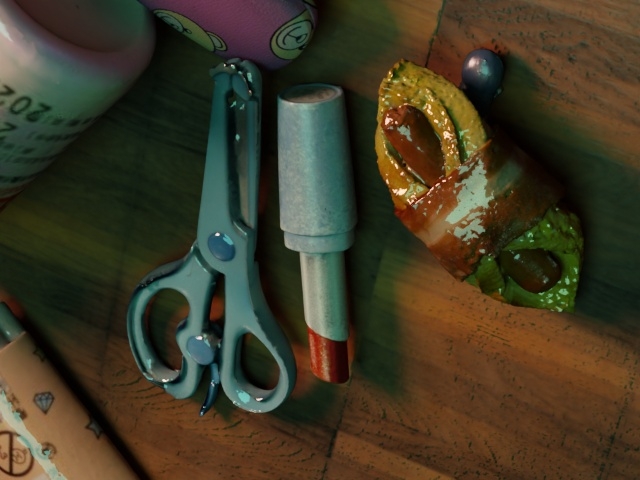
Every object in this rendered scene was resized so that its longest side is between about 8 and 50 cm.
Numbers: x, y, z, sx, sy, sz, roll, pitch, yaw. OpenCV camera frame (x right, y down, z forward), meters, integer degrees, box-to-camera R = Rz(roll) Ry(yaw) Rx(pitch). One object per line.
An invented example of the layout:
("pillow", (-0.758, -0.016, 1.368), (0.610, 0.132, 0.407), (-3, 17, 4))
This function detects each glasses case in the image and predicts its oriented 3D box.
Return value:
("glasses case", (-0.139, -0.255, 1.543), (0.316, 0.076, 0.123), (37, 149, -13))

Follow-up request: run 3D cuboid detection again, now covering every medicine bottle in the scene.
("medicine bottle", (-0.342, -0.124, 1.654), (0.388, 0.219, 0.219), (-38, 92, 32))

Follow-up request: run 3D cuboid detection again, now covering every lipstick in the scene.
("lipstick", (0.000, 0.000, 1.639), (0.068, 0.061, 0.274), (2, 113, 15))

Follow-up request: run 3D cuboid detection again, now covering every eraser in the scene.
("eraser", (-0.295, 0.221, 1.865), (0.171, 0.087, 0.290), (-34, 96, 30))

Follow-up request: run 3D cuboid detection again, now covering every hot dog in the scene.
("hot dog", (0.130, -0.027, 1.528), (0.261, 0.093, 0.123), (43, 118, -11))

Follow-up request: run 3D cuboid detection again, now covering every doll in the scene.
("doll", (0.125, -0.106, 1.556), (0.037, 0.027, 0.125), (26, 123, 14))

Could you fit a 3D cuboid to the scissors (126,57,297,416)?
("scissors", (-0.091, 0.004, 1.678), (0.180, 0.032, 0.393), (19, 127, 17))
